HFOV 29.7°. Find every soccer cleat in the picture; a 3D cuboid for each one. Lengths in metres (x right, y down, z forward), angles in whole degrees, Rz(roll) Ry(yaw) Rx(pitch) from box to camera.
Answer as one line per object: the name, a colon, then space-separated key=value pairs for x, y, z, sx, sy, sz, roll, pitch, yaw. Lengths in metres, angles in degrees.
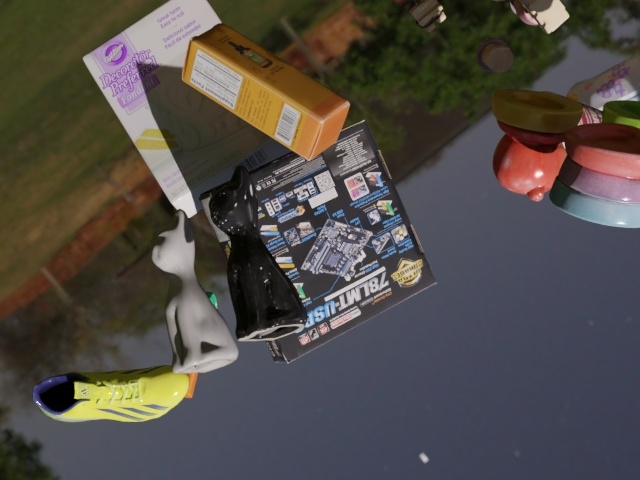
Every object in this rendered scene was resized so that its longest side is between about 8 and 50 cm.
soccer cleat: x=-0.373 y=0.270 z=2.126 sx=0.289 sy=0.094 sz=0.121 roll=-9 pitch=157 yaw=18

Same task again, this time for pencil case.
pencil case: x=0.534 y=-0.258 z=2.000 sx=0.124 sy=0.114 sz=0.273 roll=-26 pitch=179 yaw=-41

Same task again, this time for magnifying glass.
magnifying glass: x=-0.256 y=0.216 z=2.527 sx=0.026 sy=0.092 sz=0.231 roll=2 pitch=-115 yaw=16

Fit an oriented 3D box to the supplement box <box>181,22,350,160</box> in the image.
supplement box: x=-0.079 y=-0.211 z=1.688 sx=0.078 sy=0.233 sz=0.080 roll=-39 pitch=159 yaw=-46

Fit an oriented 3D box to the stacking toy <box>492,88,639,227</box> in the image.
stacking toy: x=0.379 y=-0.089 z=1.538 sx=0.279 sy=0.130 sz=0.309 roll=1 pitch=-159 yaw=-19

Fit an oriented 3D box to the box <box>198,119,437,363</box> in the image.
box: x=0.000 y=0.000 z=1.908 sx=0.295 sy=0.293 sz=0.073 roll=-27 pitch=-172 yaw=-20

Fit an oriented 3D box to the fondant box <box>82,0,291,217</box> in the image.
fondant box: x=-0.223 y=-0.239 z=2.066 sx=0.238 sy=0.330 sz=0.096 roll=-33 pitch=160 yaw=-1

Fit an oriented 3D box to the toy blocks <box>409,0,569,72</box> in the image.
toy blocks: x=0.266 y=-0.450 z=1.946 sx=0.309 sy=0.288 sz=0.260 roll=-41 pitch=-162 yaw=7

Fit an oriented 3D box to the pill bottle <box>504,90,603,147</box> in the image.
pill bottle: x=0.386 y=-0.142 z=1.800 sx=0.221 sy=0.121 sz=0.121 roll=11 pitch=148 yaw=-42

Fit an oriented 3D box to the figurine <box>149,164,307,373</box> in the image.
figurine: x=-0.131 y=0.041 z=1.505 sx=0.092 sy=0.210 sz=0.215 roll=-2 pitch=159 yaw=-47
